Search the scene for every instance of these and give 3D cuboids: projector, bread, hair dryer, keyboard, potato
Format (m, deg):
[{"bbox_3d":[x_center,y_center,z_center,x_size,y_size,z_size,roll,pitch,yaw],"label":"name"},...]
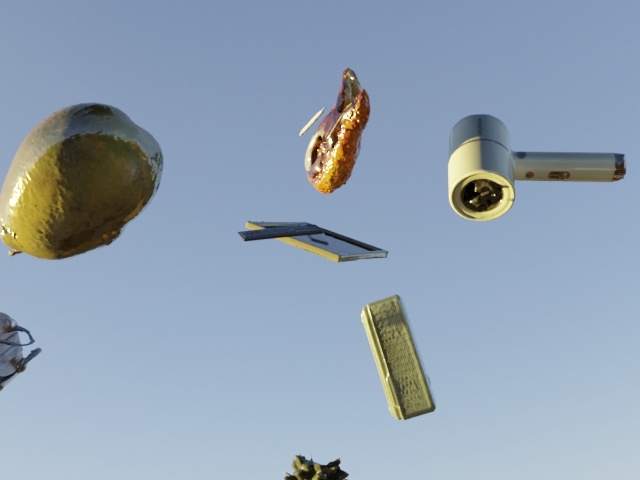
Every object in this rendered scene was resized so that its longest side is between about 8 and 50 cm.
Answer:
[{"bbox_3d":[0.168,0.252,1.904,0.099,0.256,0.192,-19,-7,7],"label":"projector"},{"bbox_3d":[0.043,-0.205,1.764,0.095,0.139,0.268,8,-52,-28],"label":"bread"},{"bbox_3d":[0.433,-0.143,1.716,0.362,0.203,0.128,2,-49,7],"label":"hair dryer"},{"bbox_3d":[-0.074,-0.015,1.626,0.155,0.010,0.053,-6,17,-18],"label":"keyboard"},{"bbox_3d":[-0.319,-0.065,1.128,0.174,0.159,0.251,39,-74,-23],"label":"potato"}]

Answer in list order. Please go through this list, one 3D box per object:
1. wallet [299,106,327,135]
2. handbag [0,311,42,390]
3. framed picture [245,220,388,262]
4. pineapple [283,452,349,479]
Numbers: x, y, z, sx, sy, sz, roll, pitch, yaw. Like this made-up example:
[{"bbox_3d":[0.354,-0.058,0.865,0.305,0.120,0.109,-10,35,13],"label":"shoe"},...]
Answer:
[{"bbox_3d":[-0.018,-0.280,2.064,0.011,0.044,0.083,42,-64,-5],"label":"wallet"},{"bbox_3d":[-0.682,0.234,1.697,0.283,0.149,0.302,-11,5,1],"label":"handbag"},{"bbox_3d":[0.000,0.000,2.118,0.248,0.022,0.335,20,8,21],"label":"framed picture"},{"bbox_3d":[-0.035,0.427,1.263,0.158,0.278,0.158,11,9,-2],"label":"pineapple"}]
